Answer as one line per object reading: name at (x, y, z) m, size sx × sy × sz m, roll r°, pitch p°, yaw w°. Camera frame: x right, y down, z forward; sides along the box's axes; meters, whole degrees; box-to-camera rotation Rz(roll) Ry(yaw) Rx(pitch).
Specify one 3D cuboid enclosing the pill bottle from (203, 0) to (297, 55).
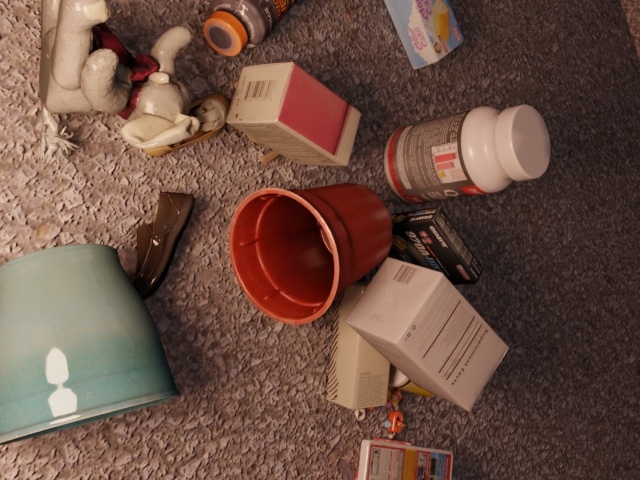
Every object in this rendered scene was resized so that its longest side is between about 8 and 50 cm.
pill bottle at (-0.139, -0.484, 1.420) m, size 0.130 × 0.130 × 0.245 m, roll 50°, pitch 56°, yaw -28°

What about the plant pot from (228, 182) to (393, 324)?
plant pot at (0.000, 0.000, 1.427) m, size 0.265 × 0.273 × 0.272 m, roll -23°, pitch 102°, yaw -51°

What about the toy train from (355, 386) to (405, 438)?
toy train at (0.159, 0.404, 1.666) m, size 0.166 × 0.046 × 0.125 m, roll 30°, pitch 66°, yaw -38°

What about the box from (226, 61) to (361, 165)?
box at (-0.050, -0.252, 1.418) m, size 0.232 × 0.149 × 0.126 m, roll 25°, pitch 77°, yaw -48°

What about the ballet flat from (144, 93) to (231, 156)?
ballet flat at (-0.238, -0.223, 1.337) m, size 0.232 × 0.073 × 0.080 m, roll -41°, pitch 114°, yaw -38°

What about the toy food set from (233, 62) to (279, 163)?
toy food set at (-0.123, -0.269, 1.482) m, size 0.132 × 0.039 × 0.192 m, roll -36°, pitch 121°, yaw -34°

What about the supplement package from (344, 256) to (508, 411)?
supplement package at (0.230, 0.200, 1.482) m, size 0.293 × 0.178 × 0.175 m, roll 45°, pitch 74°, yaw -33°

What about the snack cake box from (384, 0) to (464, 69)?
snack cake box at (0.266, -0.613, 1.844) m, size 0.152 × 0.089 × 0.264 m, roll -43°, pitch 114°, yaw -38°

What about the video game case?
video game case at (0.187, 0.554, 1.520) m, size 0.285 × 0.025 × 0.204 m, roll 20°, pitch 70°, yaw -37°

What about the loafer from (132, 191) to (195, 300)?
loafer at (-0.302, 0.006, 1.264) m, size 0.078 × 0.080 × 0.220 m, roll 22°, pitch 68°, yaw -5°

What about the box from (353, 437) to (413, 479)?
box at (0.145, 0.597, 1.578) m, size 0.128 × 0.123 × 0.256 m, roll 50°, pitch 55°, yaw -26°

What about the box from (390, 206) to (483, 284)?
box at (0.260, 0.020, 1.653) m, size 0.220 × 0.175 × 0.051 m, roll 50°, pitch 54°, yaw -28°

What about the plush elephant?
plush elephant at (-0.318, -0.270, 1.146) m, size 0.256 × 0.272 × 0.329 m, roll 0°, pitch 114°, yaw -30°

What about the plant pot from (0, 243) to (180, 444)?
plant pot at (-0.375, 0.148, 1.054) m, size 0.272 × 0.272 × 0.255 m, roll -5°, pitch 75°, yaw -44°

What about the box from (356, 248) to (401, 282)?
box at (0.158, 0.043, 1.705) m, size 0.184 × 0.045 × 0.190 m, roll 6°, pitch 81°, yaw -45°

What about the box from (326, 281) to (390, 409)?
box at (0.093, 0.232, 1.558) m, size 0.113 × 0.094 × 0.275 m, roll 6°, pitch 90°, yaw -39°

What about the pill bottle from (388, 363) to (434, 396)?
pill bottle at (0.242, 0.318, 1.703) m, size 0.209 × 0.119 × 0.119 m, roll 24°, pitch 69°, yaw -39°

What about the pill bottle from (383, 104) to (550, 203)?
pill bottle at (0.351, -0.210, 1.693) m, size 0.210 × 0.363 × 0.210 m, roll 5°, pitch 82°, yaw -43°
